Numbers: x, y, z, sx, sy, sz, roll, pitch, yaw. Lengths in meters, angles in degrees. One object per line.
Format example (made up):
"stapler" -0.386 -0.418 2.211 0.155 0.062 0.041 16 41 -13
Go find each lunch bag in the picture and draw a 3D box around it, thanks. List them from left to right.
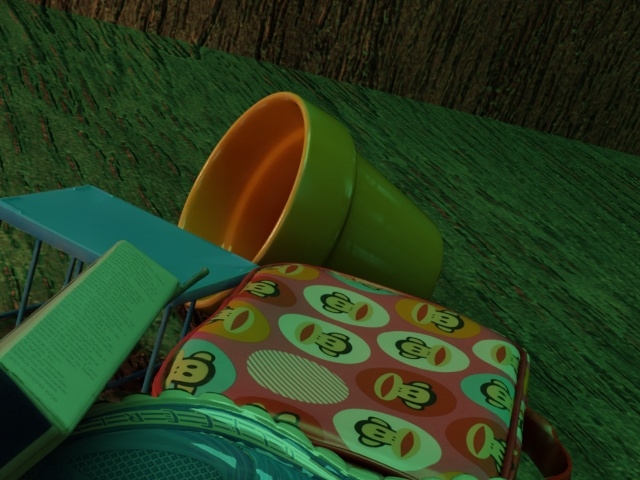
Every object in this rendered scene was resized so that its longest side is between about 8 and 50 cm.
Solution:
"lunch bag" 0.038 0.121 0.802 0.258 0.120 0.293 16 19 11

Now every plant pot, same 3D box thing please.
"plant pot" 0.000 0.000 1.082 0.188 0.205 0.205 27 11 -28

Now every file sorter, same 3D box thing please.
"file sorter" -0.156 0.041 0.911 0.170 0.105 0.118 24 18 22

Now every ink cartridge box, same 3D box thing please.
"ink cartridge box" -0.168 0.092 0.566 0.045 0.223 0.224 49 15 -5

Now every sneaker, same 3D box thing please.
"sneaker" -0.021 0.171 0.584 0.330 0.130 0.147 8 26 8
